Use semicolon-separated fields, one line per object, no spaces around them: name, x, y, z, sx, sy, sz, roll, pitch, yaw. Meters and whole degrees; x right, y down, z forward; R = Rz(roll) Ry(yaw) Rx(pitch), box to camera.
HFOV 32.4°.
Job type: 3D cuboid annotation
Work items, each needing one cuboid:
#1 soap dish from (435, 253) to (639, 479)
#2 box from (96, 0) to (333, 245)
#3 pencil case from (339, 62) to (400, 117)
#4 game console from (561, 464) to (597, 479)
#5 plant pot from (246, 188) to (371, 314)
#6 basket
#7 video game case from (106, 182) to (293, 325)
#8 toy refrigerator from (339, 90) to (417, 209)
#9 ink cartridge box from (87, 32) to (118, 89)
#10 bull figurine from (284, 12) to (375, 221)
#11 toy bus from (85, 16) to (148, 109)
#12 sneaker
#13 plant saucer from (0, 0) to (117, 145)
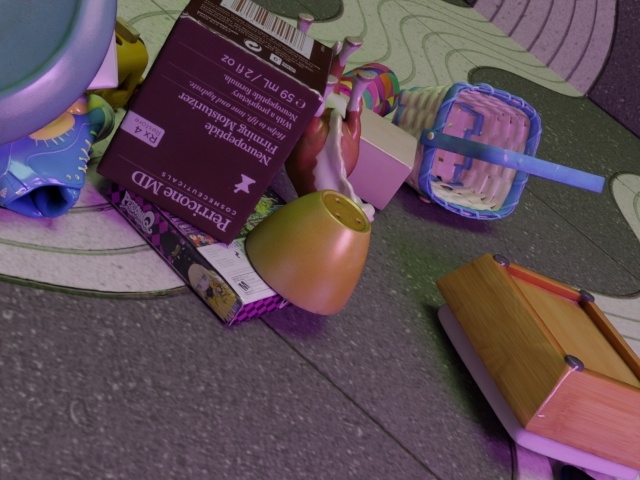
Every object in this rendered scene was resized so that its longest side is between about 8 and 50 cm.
soap dish;0.289;0.147;1.356;0.229;0.118;0.291;22;24;-28
box;-0.109;-0.143;1.188;0.168;0.203;0.167;29;25;-11
pencil case;0.053;-0.219;1.750;0.104;0.104;0.236;38;27;5
game console;0.419;0.337;1.168;0.293;0.250;0.173;33;52;-5
plant pot;0.000;0.000;1.203;0.134;0.095;0.134;31;27;-18
basket;0.258;-0.131;1.687;0.255;0.201;0.289;13;2;-38
video game case;-0.097;-0.007;1.254;0.210;0.042;0.232;45;27;17
toy refrigerator;0.000;-0.160;1.586;0.269;0.094;0.102;30;30;-9
ink cartridge box;-0.304;-0.219;1.148;0.128;0.127;0.176;-10;12;-30
bull figurine;0.003;-0.142;1.362;0.101;0.188;0.310;5;33;-20
toy bus;-0.263;-0.220;1.344;0.191;0.104;0.202;18;31;-33
sneaker;-0.277;-0.080;1.135;0.126;0.091;0.240;59;28;6
plant saucer;-0.341;-0.239;0.999;0.317;0.317;0.044;29;-14;-13
